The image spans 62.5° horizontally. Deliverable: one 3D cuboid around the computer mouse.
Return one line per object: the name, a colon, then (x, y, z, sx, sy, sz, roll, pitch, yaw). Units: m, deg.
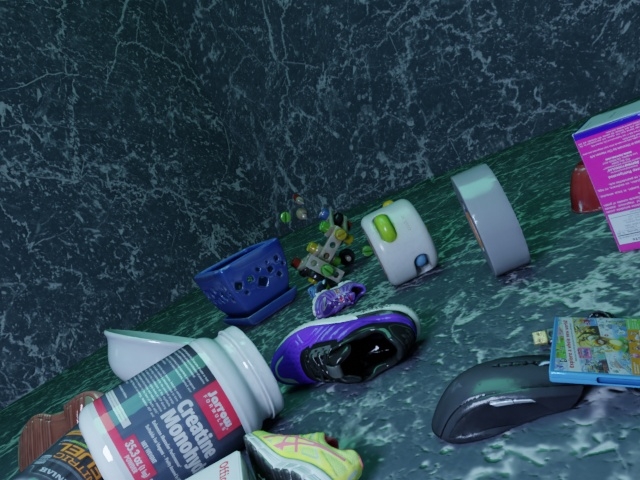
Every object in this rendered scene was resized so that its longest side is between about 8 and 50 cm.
computer mouse: (0.253, 0.149, 0.646, 0.262, 0.060, 0.184, -23, 9, 20)

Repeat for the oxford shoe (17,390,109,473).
oxford shoe: (-0.552, 0.448, 1.202, 0.397, 0.140, 0.147, -27, -25, 30)

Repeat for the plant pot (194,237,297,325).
plant pot: (-0.229, 0.145, 1.693, 0.236, 0.212, 0.236, -31, 10, -34)

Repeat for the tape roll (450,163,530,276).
tape roll: (0.336, -0.042, 1.050, 0.072, 0.219, 0.219, -23, 8, 12)

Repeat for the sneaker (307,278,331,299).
sneaker: (-0.007, 0.152, 1.521, 0.059, 0.053, 0.144, -24, -1, 10)

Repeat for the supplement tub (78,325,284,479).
supplement tub: (-0.215, 0.277, 0.840, 0.272, 0.191, 0.191, -30, 9, -25)

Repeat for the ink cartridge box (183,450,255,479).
ink cartridge box: (-0.159, 0.347, 0.586, 0.203, 0.085, 0.148, -27, 8, -8)

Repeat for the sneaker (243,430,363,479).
sneaker: (-0.023, 0.280, 0.666, 0.094, 0.081, 0.209, -23, 11, -33)

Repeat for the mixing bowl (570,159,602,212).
mixing bowl: (0.642, -0.144, 1.188, 0.182, 0.098, 0.181, -26, 9, 4)

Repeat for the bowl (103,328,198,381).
bowl: (-0.361, 0.291, 1.226, 0.298, 0.134, 0.298, 8, -10, 1)

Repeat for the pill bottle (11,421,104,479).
pill bottle: (-0.431, 0.412, 0.884, 0.131, 0.130, 0.245, -23, 9, 20)

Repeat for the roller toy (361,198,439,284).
roller toy: (0.202, 0.000, 1.311, 0.146, 0.191, 0.209, -26, 10, 2)

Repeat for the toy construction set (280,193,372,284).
toy construction set: (0.000, 0.000, 1.680, 0.257, 0.308, 0.237, -35, 13, -1)

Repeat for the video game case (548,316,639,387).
video game case: (0.335, 0.116, 0.555, 0.166, 0.015, 0.119, -3, 21, 28)

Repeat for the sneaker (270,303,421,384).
sneaker: (0.026, 0.198, 0.912, 0.293, 0.102, 0.146, -23, 9, 20)

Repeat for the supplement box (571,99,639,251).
supplement box: (0.525, -0.108, 0.874, 0.114, 0.220, 0.111, -17, 13, 46)

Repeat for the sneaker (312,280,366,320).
sneaker: (0.048, 0.146, 1.332, 0.170, 0.068, 0.071, -31, 15, -36)
